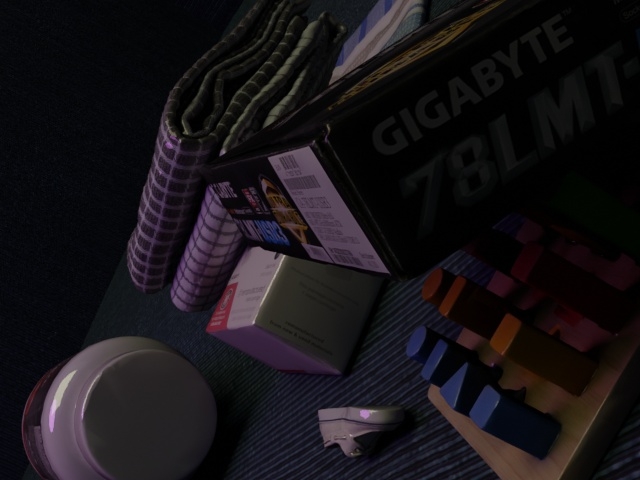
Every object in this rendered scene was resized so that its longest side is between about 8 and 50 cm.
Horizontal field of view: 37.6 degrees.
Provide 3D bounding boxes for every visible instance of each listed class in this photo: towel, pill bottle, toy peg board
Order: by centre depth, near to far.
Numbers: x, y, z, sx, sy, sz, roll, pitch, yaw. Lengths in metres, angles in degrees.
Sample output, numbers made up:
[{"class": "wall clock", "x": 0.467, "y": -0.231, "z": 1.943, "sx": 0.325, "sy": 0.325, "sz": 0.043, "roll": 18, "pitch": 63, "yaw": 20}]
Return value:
[{"class": "toy peg board", "x": 0.098, "y": 0.028, "z": 0.484, "sx": 0.160, "sy": 0.079, "sz": 0.161, "roll": -60, "pitch": 15, "yaw": 3}, {"class": "towel", "x": -0.088, "y": -0.098, "z": 0.949, "sx": 0.235, "sy": 0.121, "sz": 0.283, "roll": 114, "pitch": -179, "yaw": -46}, {"class": "pill bottle", "x": -0.218, "y": 0.196, "z": 1.015, "sx": 0.318, "sy": 0.176, "sz": 0.176, "roll": -26, "pitch": 38, "yaw": 64}, {"class": "towel", "x": 0.056, "y": -0.203, "z": 1.108, "sx": 0.209, "sy": 0.034, "sz": 0.285, "roll": -46, "pitch": 22, "yaw": 42}]

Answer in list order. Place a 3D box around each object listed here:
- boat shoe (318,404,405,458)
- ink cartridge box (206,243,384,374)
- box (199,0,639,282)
[{"class": "boat shoe", "x": 0.027, "y": 0.129, "z": 0.633, "sx": 0.100, "sy": 0.035, "sz": 0.035, "roll": -23, "pitch": 68, "yaw": 60}, {"class": "ink cartridge box", "x": 0.000, "y": 0.000, "z": 0.823, "sx": 0.218, "sy": 0.092, "sz": 0.158, "roll": -64, "pitch": 16, "yaw": -16}, {"class": "box", "x": 0.093, "y": -0.093, "z": 0.495, "sx": 0.295, "sy": 0.073, "sz": 0.293, "roll": -33, "pitch": 12, "yaw": -11}]
